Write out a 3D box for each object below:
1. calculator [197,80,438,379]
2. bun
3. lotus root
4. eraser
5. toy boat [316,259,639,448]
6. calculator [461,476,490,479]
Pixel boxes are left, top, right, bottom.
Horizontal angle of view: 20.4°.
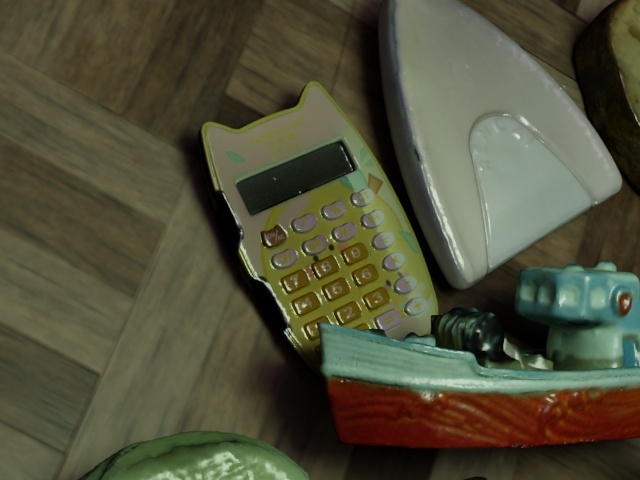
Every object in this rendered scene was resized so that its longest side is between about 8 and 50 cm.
[{"bbox_3d":[0.000,0.000,1.382,0.157,0.033,0.236,-23,84,-34],"label":"calculator"},{"bbox_3d":[-0.094,0.231,1.187,0.221,0.108,0.221,9,72,-29],"label":"bun"},{"bbox_3d":[0.332,-0.104,1.577,0.260,0.074,0.170,46,56,-5],"label":"lotus root"},{"bbox_3d":[0.121,-0.102,1.471,0.204,0.059,0.243,-29,87,-34],"label":"eraser"},{"bbox_3d":[0.136,0.082,1.332,0.332,0.145,0.133,0,93,-33],"label":"toy boat"},{"bbox_3d":[0.130,0.189,1.238,0.161,0.262,0.021,-1,88,-28],"label":"calculator"}]
